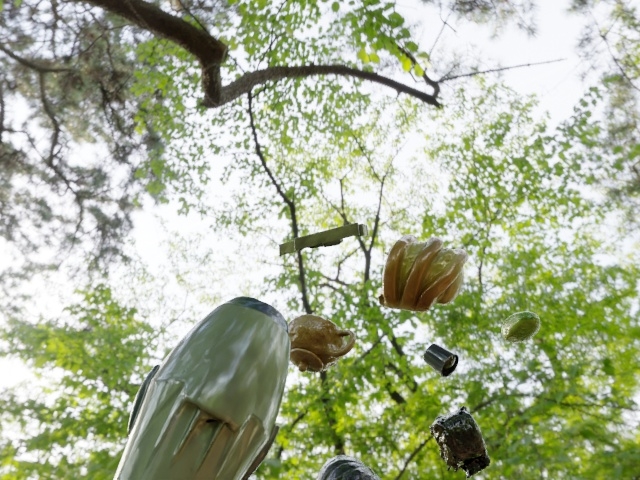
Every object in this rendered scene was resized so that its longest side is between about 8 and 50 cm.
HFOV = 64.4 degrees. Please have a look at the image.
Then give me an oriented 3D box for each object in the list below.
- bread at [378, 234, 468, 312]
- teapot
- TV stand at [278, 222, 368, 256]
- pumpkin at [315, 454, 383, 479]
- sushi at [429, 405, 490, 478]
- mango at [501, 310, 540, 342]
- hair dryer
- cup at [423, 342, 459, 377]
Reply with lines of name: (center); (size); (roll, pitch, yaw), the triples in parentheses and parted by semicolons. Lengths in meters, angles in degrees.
bread: (0.330, 0.090, 1.634); (0.270, 0.316, 0.211); (1, -67, 31)
teapot: (-0.023, 0.350, 1.632); (0.311, 0.167, 0.203); (-12, -54, 35)
TV stand: (0.000, 0.000, 1.291); (0.249, 0.036, 0.042); (-13, -19, 26)
pumpkin: (0.086, 0.651, 1.293); (0.220, 0.220, 0.161); (40, -100, -23)
sushi: (0.341, 0.497, 1.256); (0.115, 0.147, 0.212); (-27, -16, 1)
mango: (0.436, 0.186, 1.103); (0.074, 0.056, 0.108); (-2, -30, -1)
hair dryer: (-0.137, 0.225, 0.430); (0.119, 0.296, 0.298); (28, -57, -3)
cup: (0.365, 0.359, 1.524); (0.100, 0.077, 0.078); (32, -91, -44)
